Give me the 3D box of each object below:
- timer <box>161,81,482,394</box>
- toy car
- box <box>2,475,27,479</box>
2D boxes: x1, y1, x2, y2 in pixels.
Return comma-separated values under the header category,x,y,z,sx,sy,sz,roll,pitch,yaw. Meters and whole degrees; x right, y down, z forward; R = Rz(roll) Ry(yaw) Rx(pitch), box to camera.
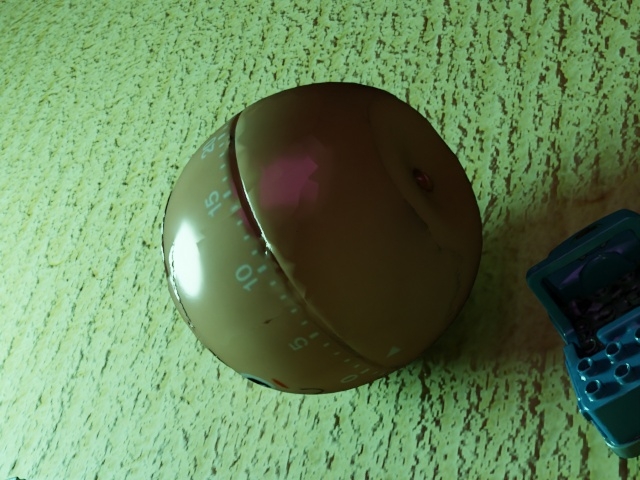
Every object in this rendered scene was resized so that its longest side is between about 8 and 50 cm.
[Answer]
category,x,y,z,sx,sy,sz,roll,pitch,yaw
timer,0.000,0.000,0.954,0.214,0.229,0.230,-31,35,29
toy car,0.197,0.045,0.831,0.097,0.100,0.191,-33,31,17
box,-0.322,0.294,1.053,0.225,0.086,0.130,-20,40,26
